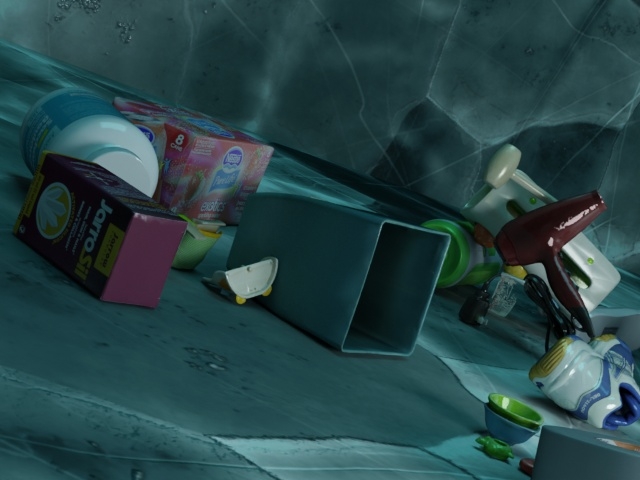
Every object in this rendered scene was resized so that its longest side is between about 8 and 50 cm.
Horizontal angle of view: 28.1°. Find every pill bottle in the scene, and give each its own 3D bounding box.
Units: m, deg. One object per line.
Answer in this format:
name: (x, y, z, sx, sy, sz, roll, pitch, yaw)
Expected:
pill bottle: (-0.297, -0.104, 1.655, 0.146, 0.146, 0.264, 18, 9, -28)

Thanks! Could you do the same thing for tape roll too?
tape roll: (0.315, 0.239, 1.239, 0.219, 0.072, 0.219, 13, -2, 0)

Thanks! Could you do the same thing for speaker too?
speaker: (0.250, 0.024, 2.351, 0.131, 0.131, 0.296, 26, 10, 20)

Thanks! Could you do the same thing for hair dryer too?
hair dryer: (0.376, 0.047, 2.060, 0.223, 0.294, 0.080, 23, -5, 25)

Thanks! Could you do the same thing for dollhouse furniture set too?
dollhouse furniture set: (-0.163, 0.015, 1.559, 0.058, 0.076, 0.151, 42, 18, 26)

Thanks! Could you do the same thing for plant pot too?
plant pot: (0.009, 0.027, 1.632, 0.234, 0.166, 0.165, 22, 7, 36)

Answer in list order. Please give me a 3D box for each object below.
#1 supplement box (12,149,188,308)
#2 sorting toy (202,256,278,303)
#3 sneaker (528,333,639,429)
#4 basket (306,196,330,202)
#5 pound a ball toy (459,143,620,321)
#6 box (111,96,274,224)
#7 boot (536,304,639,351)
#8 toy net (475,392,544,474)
supplement box: (-0.242, -0.014, 1.397, 0.080, 0.104, 0.188, 12, 14, -48)
sorting toy: (-0.106, 0.047, 1.583, 0.083, 0.045, 0.075, -15, 16, -40)
sneaker: (0.386, 0.208, 1.760, 0.131, 0.112, 0.296, 46, 19, 23)
basket: (0.000, 0.000, 1.927, 0.113, 0.103, 0.167, 24, 10, 10)
pound a ball toy: (0.363, -0.003, 2.202, 0.319, 0.136, 0.208, 45, -6, -4)
box: (-0.210, -0.115, 1.955, 0.154, 0.142, 0.300, 27, 10, 18)
boot: (0.517, 0.141, 2.415, 0.258, 0.095, 0.123, 12, 21, -46)
toy net: (0.283, 0.241, 1.399, 0.232, 0.045, 0.122, 24, 9, 4)
